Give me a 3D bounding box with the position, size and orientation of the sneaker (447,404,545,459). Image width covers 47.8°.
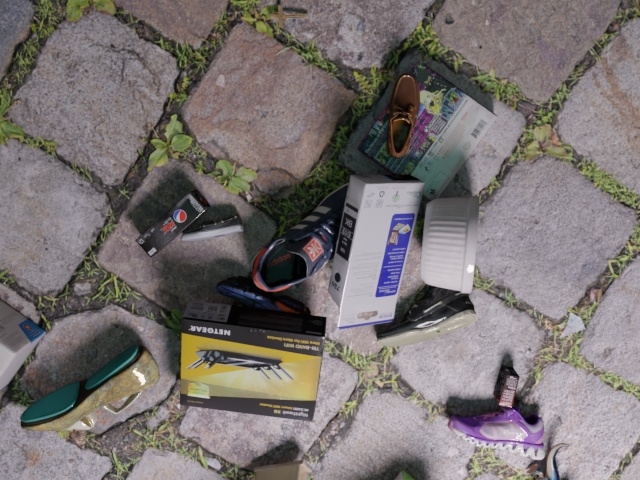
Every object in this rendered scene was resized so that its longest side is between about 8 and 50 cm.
[{"bbox_3d":[0.408,0.422,1.650,0.236,0.095,0.105,13,94,-7],"label":"sneaker"}]

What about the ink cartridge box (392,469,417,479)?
[{"bbox_3d":[0.268,0.737,1.687,0.353,0.119,0.207,38,97,-5],"label":"ink cartridge box"}]

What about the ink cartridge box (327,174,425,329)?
[{"bbox_3d":[0.111,0.024,1.541,0.165,0.065,0.333,-3,113,-36],"label":"ink cartridge box"}]

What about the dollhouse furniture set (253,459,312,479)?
[{"bbox_3d":[-0.076,0.697,1.718,0.286,0.198,0.303,-16,132,25],"label":"dollhouse furniture set"}]

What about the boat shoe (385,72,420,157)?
[{"bbox_3d":[0.174,-0.260,1.506,0.064,0.060,0.178,8,99,2],"label":"boat shoe"}]

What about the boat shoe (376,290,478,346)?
[{"bbox_3d":[0.233,0.180,1.627,0.233,0.084,0.079,-22,61,12],"label":"boat shoe"}]

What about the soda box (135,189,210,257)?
[{"bbox_3d":[-0.325,-0.038,1.597,0.169,0.060,0.053,-40,95,8],"label":"soda box"}]

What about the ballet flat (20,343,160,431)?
[{"bbox_3d":[-0.519,0.365,1.650,0.348,0.123,0.123,-31,98,6],"label":"ballet flat"}]

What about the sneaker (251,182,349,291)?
[{"bbox_3d":[0.000,0.000,1.552,0.350,0.148,0.131,-39,97,7],"label":"sneaker"}]

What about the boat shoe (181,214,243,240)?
[{"bbox_3d":[-0.242,-0.027,1.608,0.142,0.049,0.040,-10,81,1],"label":"boat shoe"}]

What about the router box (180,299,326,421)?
[{"bbox_3d":[-0.152,0.269,1.600,0.308,0.081,0.243,7,119,0],"label":"router box"}]

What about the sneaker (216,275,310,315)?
[{"bbox_3d":[-0.136,0.152,1.618,0.221,0.083,0.087,26,105,-1],"label":"sneaker"}]

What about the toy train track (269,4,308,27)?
[{"bbox_3d":[-0.068,-0.478,1.541,0.083,0.014,0.048,-2,93,-4],"label":"toy train track"}]

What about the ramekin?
[{"bbox_3d":[0.272,0.005,1.524,0.109,0.207,0.207,5,100,9],"label":"ramekin"}]

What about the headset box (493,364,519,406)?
[{"bbox_3d":[0.422,0.335,1.644,0.032,0.062,0.083,11,99,0],"label":"headset box"}]

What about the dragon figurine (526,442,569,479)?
[{"bbox_3d":[0.542,0.596,1.675,0.144,0.085,0.289,23,100,-3],"label":"dragon figurine"}]

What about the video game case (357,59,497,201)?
[{"bbox_3d":[0.228,-0.233,1.561,0.210,0.042,0.232,34,99,-4],"label":"video game case"}]

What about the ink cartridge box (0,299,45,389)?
[{"bbox_3d":[-0.778,0.219,1.595,0.232,0.171,0.168,37,99,-5],"label":"ink cartridge box"}]
